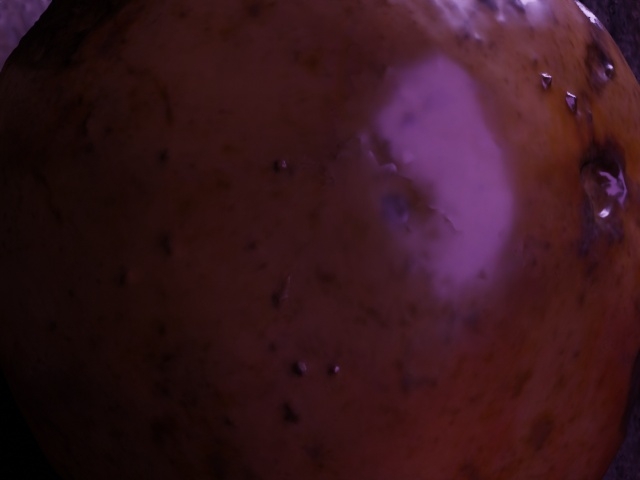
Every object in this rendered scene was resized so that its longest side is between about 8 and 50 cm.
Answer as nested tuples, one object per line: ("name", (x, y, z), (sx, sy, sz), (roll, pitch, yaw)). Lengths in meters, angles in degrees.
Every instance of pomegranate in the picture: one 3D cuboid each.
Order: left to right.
("pomegranate", (0.000, 0.000, 0.764), (0.281, 0.281, 0.281), (19, 66, -50))
